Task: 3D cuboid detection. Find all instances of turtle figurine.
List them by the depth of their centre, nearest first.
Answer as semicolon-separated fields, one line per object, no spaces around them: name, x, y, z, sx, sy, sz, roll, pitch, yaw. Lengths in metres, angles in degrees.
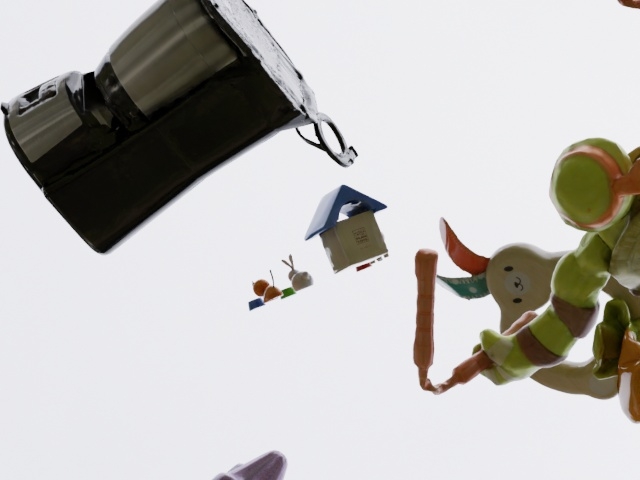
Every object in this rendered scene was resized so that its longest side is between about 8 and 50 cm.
turtle figurine;0.173;-0.023;0.888;0.087;0.217;0.269;43;-69;37

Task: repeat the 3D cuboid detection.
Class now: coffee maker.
coffee maker;-0.100;-0.071;1.318;0.178;0.120;0.171;-35;-90;14

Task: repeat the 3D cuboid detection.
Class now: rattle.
rattle;0.167;0.068;1.536;0.200;0.143;0.130;33;-48;-5

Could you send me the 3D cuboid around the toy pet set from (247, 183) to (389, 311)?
toy pet set;0.000;0.000;1.612;0.114;0.122;0.065;-31;-100;63

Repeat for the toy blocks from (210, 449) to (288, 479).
toy blocks;0.039;0.303;1.412;0.288;0.260;0.309;33;-16;27
